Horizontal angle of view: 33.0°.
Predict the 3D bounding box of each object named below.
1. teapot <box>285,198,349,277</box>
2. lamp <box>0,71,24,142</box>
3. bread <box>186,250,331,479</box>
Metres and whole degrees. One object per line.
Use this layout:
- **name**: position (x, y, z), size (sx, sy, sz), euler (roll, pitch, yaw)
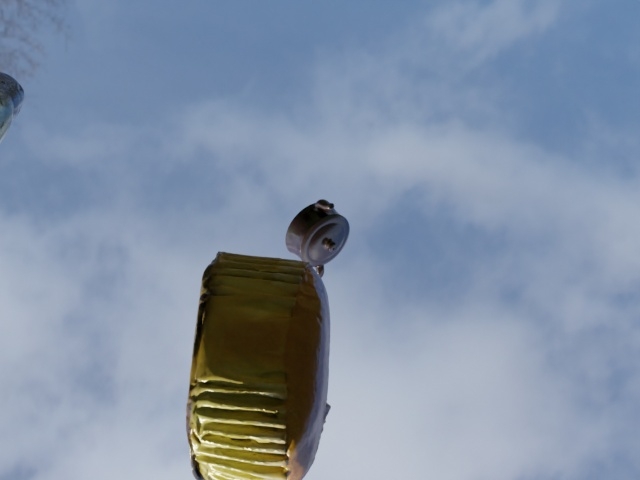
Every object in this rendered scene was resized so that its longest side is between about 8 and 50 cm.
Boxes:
- **teapot**: position (0.000, 0.000, 1.119), size (0.067, 0.100, 0.045), euler (-18, -139, -33)
- **lamp**: position (-0.344, -0.037, 0.863), size (0.197, 0.244, 0.198), euler (31, -169, -7)
- **bread**: position (-0.044, 0.106, 0.877), size (0.114, 0.132, 0.191), euler (6, -115, 7)
